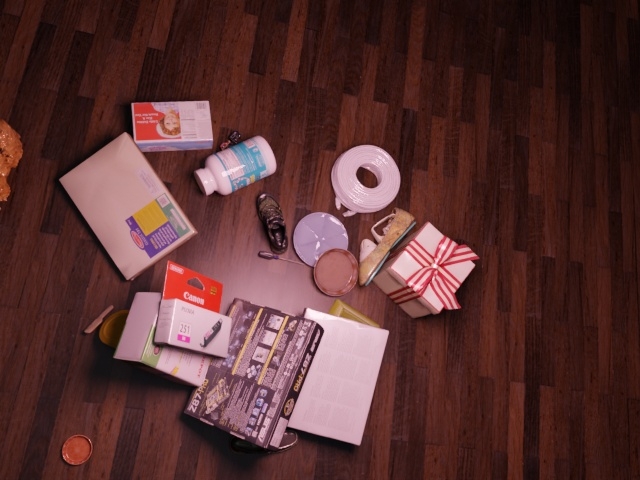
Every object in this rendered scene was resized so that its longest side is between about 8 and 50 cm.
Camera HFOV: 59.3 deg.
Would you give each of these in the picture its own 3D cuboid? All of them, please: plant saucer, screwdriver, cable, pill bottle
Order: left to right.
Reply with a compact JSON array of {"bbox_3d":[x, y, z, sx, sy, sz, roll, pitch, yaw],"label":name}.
[{"bbox_3d":[-0.724,0.624,1.677,0.083,0.013,0.084,3,74,-12],"label":"plant saucer"},{"bbox_3d":[-0.297,-0.250,1.942,0.264,0.146,0.146,-27,83,-18],"label":"pill bottle"},{"bbox_3d":[-0.135,0.065,1.969,0.169,0.025,0.024,16,71,-18],"label":"screwdriver"},{"bbox_3d":[0.052,0.109,1.973,0.168,0.029,0.169,-1,93,-20],"label":"plant saucer"},{"bbox_3d":[0.095,0.322,1.937,0.188,0.045,0.188,33,70,-3],"label":"plant saucer"},{"bbox_3d":[0.167,-0.229,2.077,0.256,0.089,0.257,-9,78,-16],"label":"cable"}]

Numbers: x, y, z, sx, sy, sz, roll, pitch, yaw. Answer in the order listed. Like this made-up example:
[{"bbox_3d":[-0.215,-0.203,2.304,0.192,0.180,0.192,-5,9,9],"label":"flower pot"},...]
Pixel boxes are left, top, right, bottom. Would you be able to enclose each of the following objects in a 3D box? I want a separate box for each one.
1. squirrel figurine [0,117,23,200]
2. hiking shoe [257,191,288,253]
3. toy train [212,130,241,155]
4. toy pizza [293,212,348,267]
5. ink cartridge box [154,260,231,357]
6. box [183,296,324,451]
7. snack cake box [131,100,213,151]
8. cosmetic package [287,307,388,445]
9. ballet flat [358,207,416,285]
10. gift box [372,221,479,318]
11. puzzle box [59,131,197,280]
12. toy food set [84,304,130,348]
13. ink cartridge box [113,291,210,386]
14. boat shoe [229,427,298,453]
[{"bbox_3d":[-1.126,-0.258,1.687,0.397,0.281,0.370,38,77,1],"label":"squirrel figurine"},{"bbox_3d":[-0.155,-0.072,1.945,0.086,0.114,0.227,-18,80,-18],"label":"hiking shoe"},{"bbox_3d":[-0.341,-0.335,2.016,0.036,0.027,0.158,36,70,1],"label":"toy train"},{"bbox_3d":[0.000,0.000,2.005,0.201,0.032,0.202,3,79,-15],"label":"toy pizza"},{"bbox_3d":[-0.362,0.210,1.669,0.060,0.275,0.239,-4,70,27],"label":"ink cartridge box"},{"bbox_3d":[-0.203,0.400,1.733,0.318,0.097,0.395,12,69,26],"label":"box"},{"bbox_3d":[-0.515,-0.396,1.959,0.264,0.089,0.152,-5,78,-14],"label":"snack cake box"},{"bbox_3d":[0.034,0.437,1.832,0.284,0.097,0.378,17,81,-7],"label":"cosmetic package"},{"bbox_3d":[0.211,0.012,2.013,0.123,0.123,0.348,41,65,0],"label":"ballet flat"},{"bbox_3d":[0.374,0.113,1.948,0.276,0.258,0.255,38,71,-1],"label":"gift box"},{"bbox_3d":[-0.625,-0.110,1.833,0.272,0.052,0.409,-35,86,-1],"label":"puzzle box"},{"bbox_3d":[-0.608,0.287,1.748,0.217,0.071,0.128,14,54,29],"label":"toy food set"},{"bbox_3d":[-0.451,0.300,1.680,0.117,0.278,0.202,-1,62,28],"label":"ink cartridge box"},{"bbox_3d":[-0.174,0.636,1.773,0.223,0.073,0.080,-2,76,-14],"label":"boat shoe"}]
